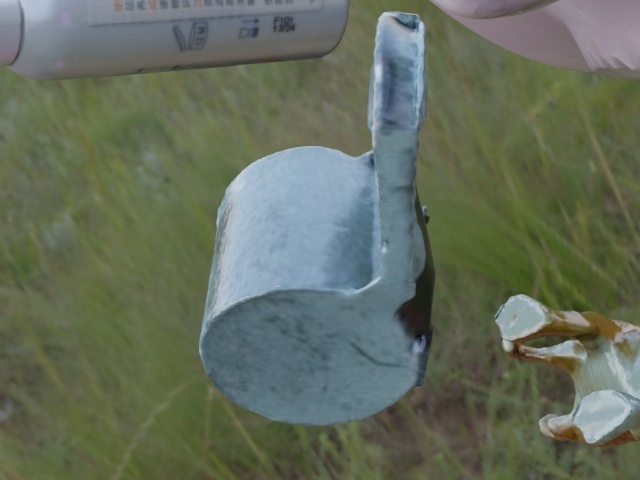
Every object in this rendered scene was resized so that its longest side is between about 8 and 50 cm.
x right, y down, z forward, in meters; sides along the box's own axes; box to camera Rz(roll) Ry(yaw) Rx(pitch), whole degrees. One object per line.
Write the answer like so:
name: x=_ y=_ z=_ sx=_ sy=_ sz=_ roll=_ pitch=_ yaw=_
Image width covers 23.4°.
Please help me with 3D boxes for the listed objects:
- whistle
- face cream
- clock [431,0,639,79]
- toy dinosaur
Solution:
whistle: x=0.032 y=0.001 z=1.289 sx=0.405 sy=0.188 sz=0.168 roll=-50 pitch=25 yaw=42
face cream: x=-0.112 y=-0.141 z=0.938 sx=0.269 sy=0.082 sz=0.082 roll=-9 pitch=19 yaw=-31
clock: x=0.127 y=-0.204 z=0.450 sx=0.368 sy=0.250 sz=0.376 roll=-24 pitch=23 yaw=13
toy dinosaur: x=0.150 y=0.064 z=0.627 sx=0.212 sy=0.142 sz=0.057 roll=0 pitch=76 yaw=54
